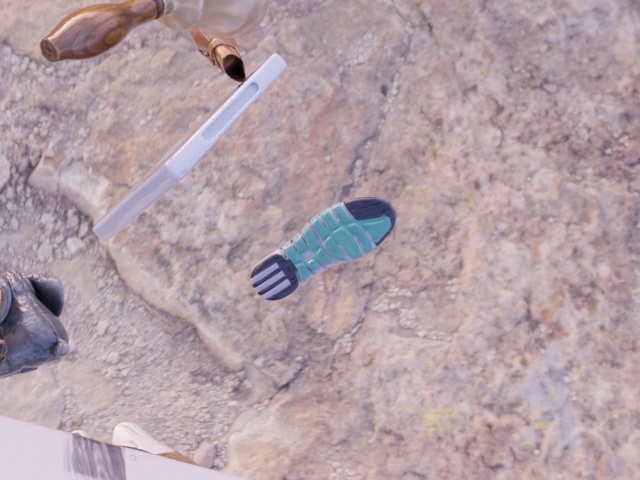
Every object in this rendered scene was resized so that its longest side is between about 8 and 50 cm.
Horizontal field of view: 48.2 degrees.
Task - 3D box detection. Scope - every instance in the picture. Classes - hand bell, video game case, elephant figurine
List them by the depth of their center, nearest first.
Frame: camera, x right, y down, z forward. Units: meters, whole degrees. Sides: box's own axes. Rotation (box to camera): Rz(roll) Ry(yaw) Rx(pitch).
[{"bbox_3d":[-0.159,-0.209,0.645,0.126,0.126,0.242,48,43,-5],"label":"hand bell"},{"bbox_3d":[-0.136,-0.091,0.724,0.023,0.201,0.183,45,54,-14],"label":"video game case"},{"bbox_3d":[-0.558,0.120,1.303,0.186,0.169,0.240,-16,82,-9],"label":"elephant figurine"}]

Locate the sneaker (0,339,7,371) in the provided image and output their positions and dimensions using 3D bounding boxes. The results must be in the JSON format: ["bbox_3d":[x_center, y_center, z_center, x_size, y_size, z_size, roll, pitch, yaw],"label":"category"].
[{"bbox_3d":[-0.465,0.154,0.794,0.092,0.225,0.088,24,107,16],"label":"sneaker"}]

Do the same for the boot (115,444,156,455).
[{"bbox_3d":[-0.269,0.325,0.731,0.262,0.091,0.229,10,32,-20],"label":"boot"}]

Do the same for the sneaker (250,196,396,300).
[{"bbox_3d":[0.000,0.000,1.015,0.223,0.098,0.083,-28,100,5],"label":"sneaker"}]

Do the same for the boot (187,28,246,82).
[{"bbox_3d":[-0.189,-0.365,1.422,0.073,0.197,0.152,-46,66,10],"label":"boot"}]

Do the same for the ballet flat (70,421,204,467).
[{"bbox_3d":[-0.308,0.322,0.988,0.342,0.116,0.124,-12,72,4],"label":"ballet flat"}]

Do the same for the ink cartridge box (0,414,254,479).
[{"bbox_3d":[-0.088,0.197,0.260,0.307,0.223,0.129,24,111,-24],"label":"ink cartridge box"}]
